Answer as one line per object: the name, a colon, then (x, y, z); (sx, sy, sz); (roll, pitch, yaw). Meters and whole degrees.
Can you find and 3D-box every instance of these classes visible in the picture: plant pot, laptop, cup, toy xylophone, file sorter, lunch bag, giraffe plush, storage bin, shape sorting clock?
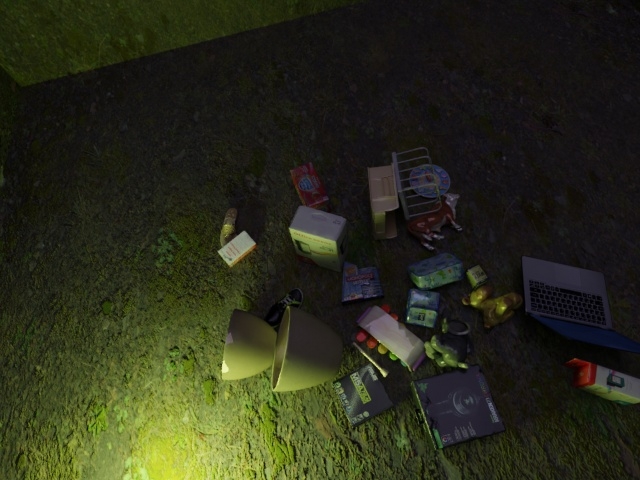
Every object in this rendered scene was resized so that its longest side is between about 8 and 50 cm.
plant pot: (-0.280, 0.434, 1.677); (0.190, 0.284, 0.284); (8, 63, -5)
laptop: (1.023, 0.237, 1.570); (0.382, 0.236, 0.408); (12, 64, -5)
cup: (-0.047, 0.443, 1.632); (0.237, 0.331, 0.331); (12, 62, -10)
toy xylophone: (0.274, 0.419, 1.706); (0.236, 0.081, 0.323); (-38, 64, -13)
file sorter: (0.450, -0.276, 1.919); (0.173, 0.193, 0.278); (-12, 47, 15)
lunch bag: (0.434, 0.290, 1.754); (0.128, 0.096, 0.151); (9, 79, 8)
giraffe plush: (0.706, 0.262, 1.712); (0.210, 0.181, 0.170); (-54, 52, 17)
storage bin: (0.294, -0.174, 1.916); (0.123, 0.262, 0.260); (-4, 62, 6)
shape sorting clock: (0.555, -0.306, 2.079); (0.206, 0.040, 0.206); (-3, 62, 6)
lunch bag: (0.501, 0.132, 1.787); (0.219, 0.090, 0.176); (-19, 17, -5)

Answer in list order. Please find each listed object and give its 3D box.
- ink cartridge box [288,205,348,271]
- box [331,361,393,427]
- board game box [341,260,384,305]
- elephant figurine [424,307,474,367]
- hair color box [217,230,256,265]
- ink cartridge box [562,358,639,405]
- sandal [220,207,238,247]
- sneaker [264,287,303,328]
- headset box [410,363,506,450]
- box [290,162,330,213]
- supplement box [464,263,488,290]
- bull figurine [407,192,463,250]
ink cartridge box: (0.000, 0.000, 1.836); (0.226, 0.306, 0.131); (16, 65, 16)
box: (0.167, 0.616, 1.637); (0.184, 0.045, 0.191); (-26, 63, -4)
board game box: (0.175, 0.180, 1.858); (0.194, 0.060, 0.194); (-12, 62, 1)
elephant figurine: (0.540, 0.381, 1.638); (0.186, 0.169, 0.239); (43, 61, 12)
hair color box: (-0.406, 0.041, 2.001); (0.167, 0.053, 0.093); (-39, 78, -15)
ink cartridge box: (1.044, 0.526, 1.523); (0.231, 0.134, 0.078); (17, 66, 16)
sandal: (-0.467, -0.071, 2.061); (0.088, 0.079, 0.240); (-1, 62, 6)
sneaker: (-0.164, 0.302, 1.815); (0.084, 0.097, 0.235); (34, 71, 22)
headset box: (0.496, 0.628, 1.539); (0.283, 0.131, 0.246); (-14, 61, 0)
box: (-0.051, -0.250, 2.076); (0.122, 0.128, 0.257); (-21, 62, -4)
supplement box: (0.680, 0.161, 1.791); (0.056, 0.083, 0.083); (-25, 63, -5)
bull figurine: (0.562, -0.095, 1.932); (0.310, 0.101, 0.188); (-33, 64, -11)
